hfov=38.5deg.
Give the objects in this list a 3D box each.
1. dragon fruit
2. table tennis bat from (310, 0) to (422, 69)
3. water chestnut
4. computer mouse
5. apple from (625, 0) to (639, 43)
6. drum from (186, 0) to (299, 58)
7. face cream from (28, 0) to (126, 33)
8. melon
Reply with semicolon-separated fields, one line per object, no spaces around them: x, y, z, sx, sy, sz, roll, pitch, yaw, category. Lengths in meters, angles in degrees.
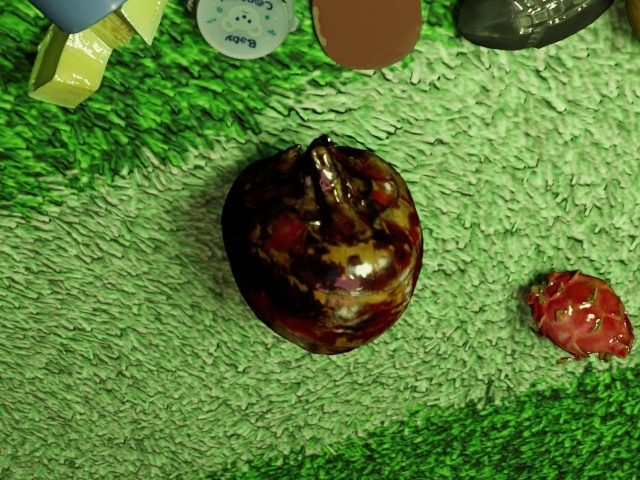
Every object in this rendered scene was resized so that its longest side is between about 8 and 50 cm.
0.387;0.110;1.349;0.166;0.133;0.136;31;129;20;dragon fruit
0.049;-0.296;1.059;0.131;0.022;0.234;-5;134;7;table tennis bat
0.000;0.000;1.166;0.289;0.289;0.244;-32;137;27;water chestnut
0.249;-0.271;1.049;0.192;0.062;0.105;-16;131;17;computer mouse
0.416;-0.271;0.988;0.183;0.155;0.182;10;131;12;apple
-0.057;-0.312;1.025;0.130;0.049;0.253;21;130;-17;drum
-0.237;-0.357;0.855;0.249;0.249;0.225;-31;123;26;face cream
-0.252;-0.242;1.055;0.210;0.118;0.064;-24;142;37;melon
